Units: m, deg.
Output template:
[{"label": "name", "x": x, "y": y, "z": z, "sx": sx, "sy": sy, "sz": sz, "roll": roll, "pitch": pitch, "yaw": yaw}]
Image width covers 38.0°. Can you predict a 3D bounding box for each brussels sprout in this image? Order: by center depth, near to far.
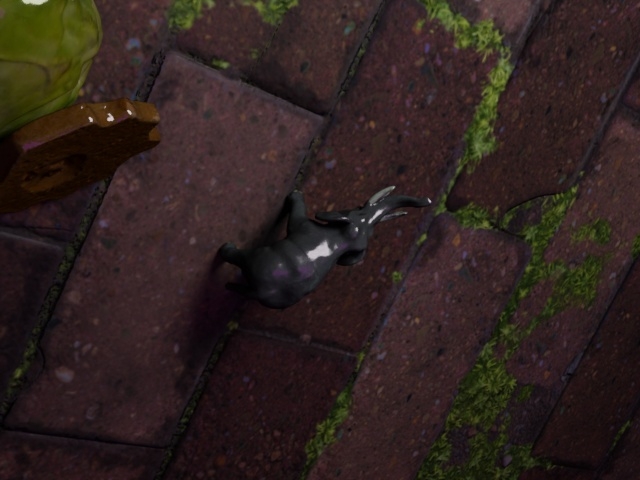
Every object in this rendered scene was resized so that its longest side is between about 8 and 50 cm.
[{"label": "brussels sprout", "x": -0.311, "y": -0.184, "z": 0.857, "sx": 0.223, "sy": 0.161, "sz": 0.223, "roll": -19, "pitch": 128, "yaw": -26}]

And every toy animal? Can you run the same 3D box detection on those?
[{"label": "toy animal", "x": -0.002, "y": -0.005, "z": 1.178, "sx": 0.270, "sy": 0.137, "sz": 0.082, "roll": -31, "pitch": 125, "yaw": -7}]

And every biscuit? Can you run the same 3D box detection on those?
[{"label": "biscuit", "x": -0.253, "y": -0.094, "z": 0.963, "sx": 0.182, "sy": 0.034, "sz": 0.215, "roll": -36, "pitch": 171, "yaw": 41}]
